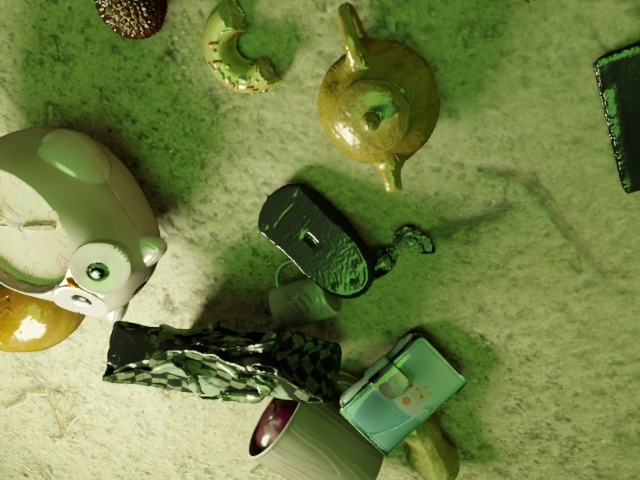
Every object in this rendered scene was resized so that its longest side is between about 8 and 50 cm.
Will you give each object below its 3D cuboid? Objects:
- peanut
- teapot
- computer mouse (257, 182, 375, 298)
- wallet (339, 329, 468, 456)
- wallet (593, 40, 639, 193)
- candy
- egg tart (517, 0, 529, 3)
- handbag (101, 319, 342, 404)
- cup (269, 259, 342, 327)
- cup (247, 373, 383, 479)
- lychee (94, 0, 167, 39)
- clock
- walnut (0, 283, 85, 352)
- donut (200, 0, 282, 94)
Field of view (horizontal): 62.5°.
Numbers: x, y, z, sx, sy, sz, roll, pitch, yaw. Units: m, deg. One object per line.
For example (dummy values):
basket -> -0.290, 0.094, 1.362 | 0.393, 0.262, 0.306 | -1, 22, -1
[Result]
peanut -> 0.249, 0.484, 1.268 | 0.117, 0.101, 0.263 | -27, 111, 4
teapot -> 0.087, -0.226, 0.861 | 0.203, 0.167, 0.311 | -11, 116, 19
computer mouse -> 0.000, 0.000, 1.055 | 0.269, 0.086, 0.137 | 44, 107, 5
wallet -> 0.179, 0.335, 1.164 | 0.250, 0.075, 0.176 | -44, 98, 5
wallet -> 0.533, -0.201, 0.853 | 0.124, 0.025, 0.244 | -17, 112, 21
candy -> 0.127, 0.049, 1.077 | 0.226, 0.051, 0.094 | -32, 111, 27
egg tart -> 0.255, -0.506, 0.675 | 0.339, 0.153, 0.352 | 19, 121, 5
handbag -> -0.197, 0.245, 1.103 | 0.415, 0.180, 0.317 | -1, 160, 20
cup -> -0.040, 0.116, 1.121 | 0.133, 0.099, 0.136 | -18, 126, 23
cup -> 0.007, 0.459, 1.277 | 0.273, 0.288, 0.208 | 38, 156, -11
lychee -> -0.321, -0.406, 0.882 | 0.123, 0.123, 0.129 | -25, 147, 24
clock -> -0.492, -0.035, 1.058 | 0.376, 0.250, 0.368 | 39, 121, -3
walnut -> -0.675, 0.166, 1.237 | 0.298, 0.203, 0.203 | -41, 104, 16
donut -> -0.152, -0.320, 0.921 | 0.108, 0.065, 0.166 | -25, 111, 25
